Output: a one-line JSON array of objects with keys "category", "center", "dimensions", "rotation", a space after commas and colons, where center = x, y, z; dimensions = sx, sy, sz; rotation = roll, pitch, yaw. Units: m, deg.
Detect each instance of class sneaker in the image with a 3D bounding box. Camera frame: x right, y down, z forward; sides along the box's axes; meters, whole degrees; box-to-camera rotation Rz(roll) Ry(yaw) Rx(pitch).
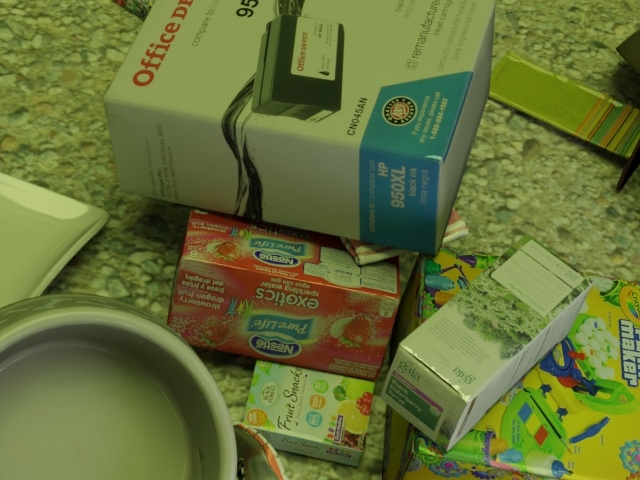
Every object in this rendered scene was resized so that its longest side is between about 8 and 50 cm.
[{"category": "sneaker", "center": [-0.071, 0.266, 1.645], "dimensions": [0.065, 0.061, 0.158], "rotation": [-28, 62, -24]}]

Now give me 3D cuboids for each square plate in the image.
[{"category": "square plate", "center": [-0.454, -0.009, 1.712], "dimensions": [0.347, 0.049, 0.344], "rotation": [19, 26, 4]}]

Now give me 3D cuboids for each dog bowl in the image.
[{"category": "dog bowl", "center": [-0.242, 0.221, 1.500], "dimensions": [0.348, 0.102, 0.349], "rotation": [2, 82, -18]}]

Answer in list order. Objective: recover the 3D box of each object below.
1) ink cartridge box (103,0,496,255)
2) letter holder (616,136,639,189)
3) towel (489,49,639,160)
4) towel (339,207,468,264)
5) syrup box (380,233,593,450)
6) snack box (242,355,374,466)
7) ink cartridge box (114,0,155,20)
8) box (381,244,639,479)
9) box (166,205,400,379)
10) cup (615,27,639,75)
[{"category": "ink cartridge box", "center": [-0.018, -0.170, 1.766], "dimensions": [0.395, 0.166, 0.285], "rotation": [11, 51, 12]}, {"category": "letter holder", "center": [0.493, -0.129, 1.947], "dimensions": [0.152, 0.302, 0.214], "rotation": [34, 52, 14]}, {"category": "towel", "center": [0.351, -0.193, 2.139], "dimensions": [0.237, 0.021, 0.102], "rotation": [26, 49, 14]}, {"category": "towel", "center": [0.070, -0.057, 1.794], "dimensions": [0.144, 0.029, 0.197], "rotation": [-16, 49, -18]}, {"category": "syrup box", "center": [0.175, 0.104, 1.579], "dimensions": [0.093, 0.096, 0.237], "rotation": [38, 52, 19]}, {"category": "snack box", "center": [-0.014, 0.196, 1.728], "dimensions": [0.141, 0.037, 0.100], "rotation": [13, 48, -2]}, {"category": "ink cartridge box", "center": [-0.254, -0.351, 2.123], "dimensions": [0.115, 0.029, 0.063], "rotation": [33, 52, 13]}, {"category": "box", "center": [0.224, 0.186, 1.704], "dimensions": [0.279, 0.177, 0.290], "rotation": [11, 49, -4]}, {"category": "box", "center": [-0.043, 0.059, 1.759], "dimensions": [0.256, 0.123, 0.128], "rotation": [11, 30, -5]}, {"category": "cup", "center": [0.619, -0.269, 2.120], "dimensions": [0.331, 0.331, 0.237], "rotation": [-32, 87, -33]}]
